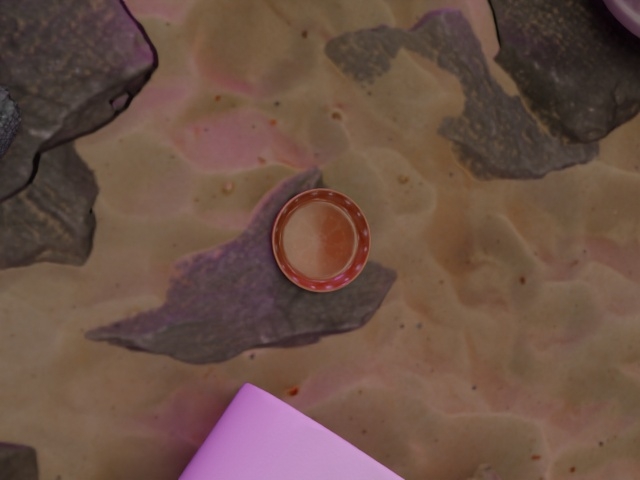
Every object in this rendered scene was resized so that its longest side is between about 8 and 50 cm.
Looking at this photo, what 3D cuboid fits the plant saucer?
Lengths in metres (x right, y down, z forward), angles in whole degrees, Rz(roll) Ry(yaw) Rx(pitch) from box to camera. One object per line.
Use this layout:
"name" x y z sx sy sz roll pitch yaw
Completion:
"plant saucer" 0.000 0.000 0.825 0.084 0.013 0.083 0 88 -18

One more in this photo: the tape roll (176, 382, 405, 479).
"tape roll" 0.037 0.216 0.694 0.286 0.286 0.100 38 77 -14

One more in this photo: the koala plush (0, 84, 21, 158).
"koala plush" -0.325 -0.032 0.640 0.203 0.196 0.221 17 84 -5

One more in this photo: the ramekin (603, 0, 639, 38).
"ramekin" 0.334 -0.263 0.844 0.207 0.109 0.207 -1 68 3
